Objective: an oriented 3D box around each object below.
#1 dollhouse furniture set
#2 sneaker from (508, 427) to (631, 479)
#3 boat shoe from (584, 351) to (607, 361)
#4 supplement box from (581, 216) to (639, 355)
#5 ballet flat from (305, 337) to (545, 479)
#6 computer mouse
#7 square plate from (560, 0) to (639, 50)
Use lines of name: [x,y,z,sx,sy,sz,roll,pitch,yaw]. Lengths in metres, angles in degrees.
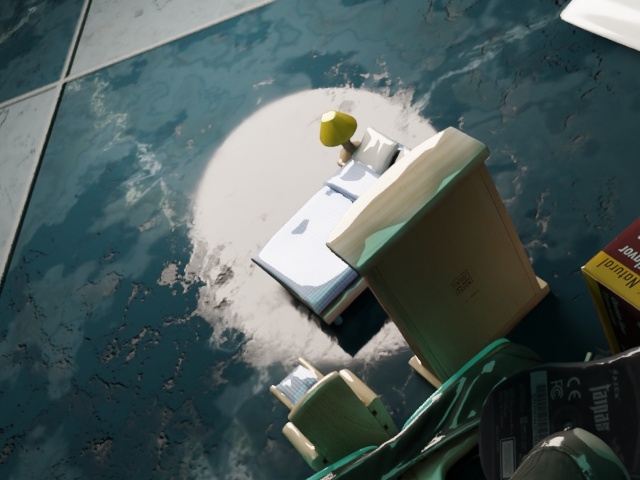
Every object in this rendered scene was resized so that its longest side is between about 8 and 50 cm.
dollhouse furniture set: [0.000,0.000,0.825,0.286,0.198,0.303,-43,44,-8]
sneaker: [0.098,0.234,0.534,0.101,0.106,0.267,35,105,49]
boat shoe: [0.217,0.147,0.674,0.043,0.049,0.137,-7,53,23]
supplement box: [0.332,0.041,0.634,0.194,0.129,0.191,-40,44,-6]
ballet flat: [0.073,0.186,0.701,0.280,0.095,0.096,-37,56,-2]
computer mouse: [0.209,0.150,0.560,0.262,0.060,0.184,-34,47,47]
square plate: [0.471,-0.283,0.871,0.347,0.049,0.344,-39,41,-8]
